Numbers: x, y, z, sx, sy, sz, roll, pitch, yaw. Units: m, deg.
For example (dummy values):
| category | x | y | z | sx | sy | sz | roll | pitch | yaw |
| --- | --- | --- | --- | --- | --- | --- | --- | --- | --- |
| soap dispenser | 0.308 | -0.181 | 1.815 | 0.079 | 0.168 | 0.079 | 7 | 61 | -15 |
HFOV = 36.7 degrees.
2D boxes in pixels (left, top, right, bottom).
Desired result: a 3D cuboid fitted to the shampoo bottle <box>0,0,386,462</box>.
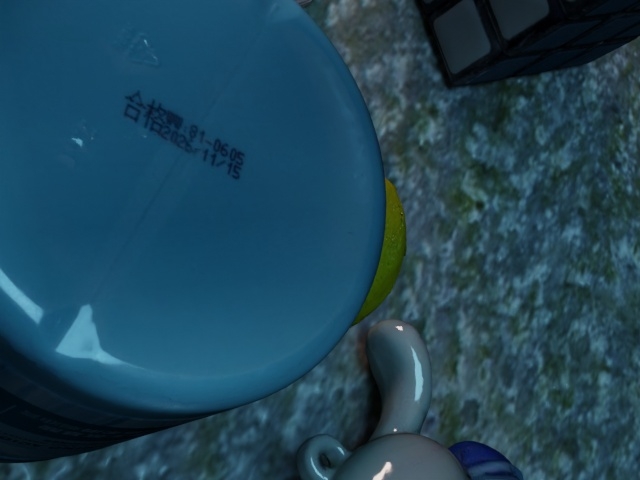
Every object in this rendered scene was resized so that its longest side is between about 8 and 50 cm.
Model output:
| category | x | y | z | sx | sy | sz | roll | pitch | yaw |
| --- | --- | --- | --- | --- | --- | --- | --- | --- | --- |
| shampoo bottle | -0.172 | -0.014 | 0.720 | 0.331 | 0.342 | 0.331 | 12 | 68 | -31 |

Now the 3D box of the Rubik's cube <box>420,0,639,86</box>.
| category | x | y | z | sx | sy | sz | roll | pitch | yaw |
| --- | --- | --- | --- | --- | --- | --- | --- | --- | --- |
| Rubik's cube | 0.304 | -0.395 | 1.196 | 0.305 | 0.301 | 0.304 | -14 | 83 | -36 |

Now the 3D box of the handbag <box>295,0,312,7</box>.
| category | x | y | z | sx | sy | sz | roll | pitch | yaw |
| --- | --- | --- | --- | --- | --- | --- | --- | --- | --- |
| handbag | -0.045 | -0.370 | 1.062 | 0.205 | 0.116 | 0.179 | 47 | 54 | -11 |

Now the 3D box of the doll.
| category | x | y | z | sx | sy | sz | roll | pitch | yaw |
| --- | --- | --- | --- | --- | --- | --- | --- | --- | --- |
| doll | 0.120 | 0.310 | 0.935 | 0.365 | 0.187 | 0.376 | 36 | 69 | -7 |

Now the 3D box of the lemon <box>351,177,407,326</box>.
| category | x | y | z | sx | sy | sz | roll | pitch | yaw |
| --- | --- | --- | --- | --- | --- | --- | --- | --- | --- |
| lemon | 0.000 | 0.000 | 0.938 | 0.206 | 0.173 | 0.173 | -42 | 100 | -34 |
